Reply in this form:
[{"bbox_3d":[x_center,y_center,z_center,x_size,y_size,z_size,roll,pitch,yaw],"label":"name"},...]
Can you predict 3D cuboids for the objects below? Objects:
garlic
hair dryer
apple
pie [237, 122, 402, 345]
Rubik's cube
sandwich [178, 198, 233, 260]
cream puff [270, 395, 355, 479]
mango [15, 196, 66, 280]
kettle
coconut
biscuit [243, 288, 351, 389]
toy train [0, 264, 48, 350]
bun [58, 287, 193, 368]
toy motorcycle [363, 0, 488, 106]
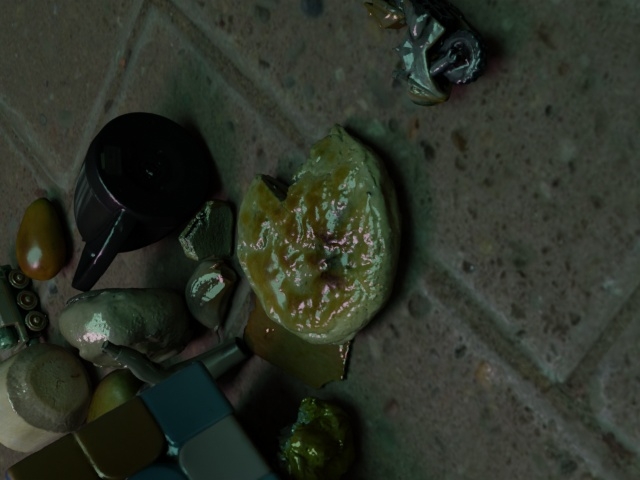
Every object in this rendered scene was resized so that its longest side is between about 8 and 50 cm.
[{"bbox_3d":[-0.195,0.096,1.857,0.084,0.066,0.152,37,119,32],"label":"garlic"},{"bbox_3d":[-0.232,0.203,1.815,0.225,0.219,0.088,76,172,-47],"label":"hair dryer"},{"bbox_3d":[-0.345,0.339,1.984,0.188,0.174,0.207,-58,43,31],"label":"apple"},{"bbox_3d":[0.000,0.000,1.633,0.337,0.075,0.337,3,94,44],"label":"pie"},{"bbox_3d":[-0.239,0.461,1.690,0.344,0.346,0.347,52,160,26],"label":"Rubik's cube"},{"bbox_3d":[-0.189,-0.019,1.816,0.036,0.093,0.105,24,111,47],"label":"sandwich"},{"bbox_3d":[-0.005,0.320,1.669,0.121,0.156,0.156,35,126,-1],"label":"cream puff"},{"bbox_3d":[-0.566,0.001,2.194,0.111,0.089,0.163,-25,69,32],"label":"mango"},{"bbox_3d":[-0.331,-0.052,1.881,0.271,0.207,0.251,-40,59,52],"label":"kettle"},{"bbox_3d":[-0.575,0.318,2.180,0.222,0.202,0.202,-31,75,40],"label":"coconut"},{"bbox_3d":[-0.034,0.112,1.739,0.237,0.013,0.232,25,113,40],"label":"biscuit"},{"bbox_3d":[-0.658,0.144,2.281,0.081,0.125,0.194,-41,68,44],"label":"toy train"},{"bbox_3d":[-0.336,0.156,1.891,0.239,0.239,0.141,-11,78,45],"label":"bun"},{"bbox_3d":[0.129,-0.271,1.461,0.229,0.094,0.130,53,131,31],"label":"toy motorcycle"}]
